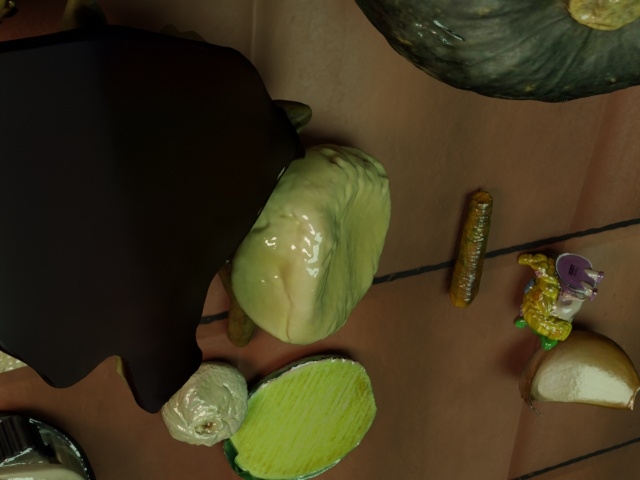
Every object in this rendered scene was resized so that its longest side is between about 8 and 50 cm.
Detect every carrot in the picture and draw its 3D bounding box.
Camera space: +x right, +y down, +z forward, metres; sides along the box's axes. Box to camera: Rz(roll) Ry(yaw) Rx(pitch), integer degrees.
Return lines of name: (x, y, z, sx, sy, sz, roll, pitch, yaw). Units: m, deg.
carrot: (0.198, 0.013, 1.470, 0.042, 0.042, 0.170, -11, 128, -24)

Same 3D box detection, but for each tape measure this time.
tape measure: (-0.363, 0.304, 1.290, 0.232, 0.133, 0.271, -17, 128, -19)

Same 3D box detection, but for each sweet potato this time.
sweet potato: (-0.093, 0.063, 1.326, 0.182, 0.053, 0.054, 83, 29, -42)

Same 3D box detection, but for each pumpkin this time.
pumpkin: (0.225, -0.334, 1.017, 0.455, 0.343, 0.454, -9, 146, -6)

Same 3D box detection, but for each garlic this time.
garlic: (0.367, 0.202, 1.672, 0.207, 0.128, 0.115, -1, 165, -23)

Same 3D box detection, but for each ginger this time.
ginger: (-0.218, -0.045, 1.043, 0.414, 0.211, 0.358, 11, 100, -40)

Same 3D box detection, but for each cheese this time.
cheese: (0.000, 0.000, 1.258, 0.214, 0.117, 0.225, -27, 136, -54)

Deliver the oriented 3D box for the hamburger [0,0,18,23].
hamburger: (-0.370, -0.199, 0.864, 0.237, 0.237, 0.148, -32, 93, -7)

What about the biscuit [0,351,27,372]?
biscuit: (-0.305, 0.077, 1.198, 0.239, 0.062, 0.108, -14, 129, -23)

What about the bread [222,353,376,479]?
bread: (-0.026, 0.241, 1.512, 0.229, 0.033, 0.228, -15, 128, -20)

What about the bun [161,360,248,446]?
bun: (-0.138, 0.207, 1.387, 0.115, 0.069, 0.115, -12, 126, -18)

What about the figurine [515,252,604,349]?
figurine: (0.314, 0.081, 1.576, 0.095, 0.115, 0.156, -50, 166, -36)
